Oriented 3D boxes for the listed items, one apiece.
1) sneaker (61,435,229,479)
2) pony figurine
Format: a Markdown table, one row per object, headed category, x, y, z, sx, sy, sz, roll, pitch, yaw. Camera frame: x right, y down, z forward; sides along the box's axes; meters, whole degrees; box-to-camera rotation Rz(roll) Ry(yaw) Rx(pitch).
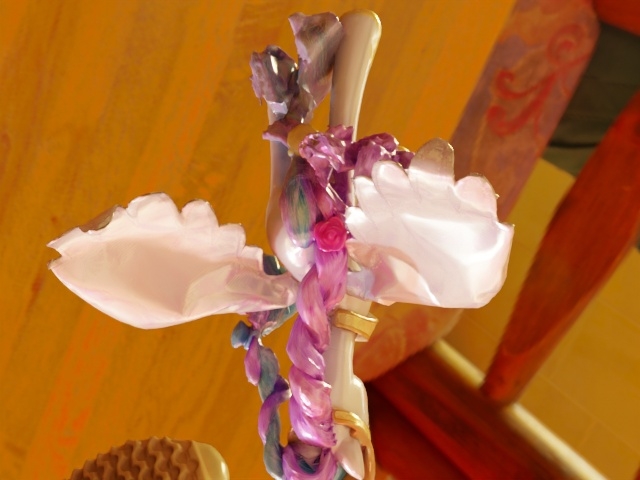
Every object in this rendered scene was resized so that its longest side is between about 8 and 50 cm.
| category | x | y | z | sx | sy | sz | roll | pitch | yaw |
| --- | --- | --- | --- | --- | --- | --- | --- | --- | --- |
| sneaker | -0.099 | 0.162 | 0.426 | 0.185 | 0.069 | 0.084 | -40 | 126 | 6 |
| pony figurine | 0.000 | 0.000 | 0.757 | 0.302 | 0.363 | 0.351 | -4 | 145 | 13 |
